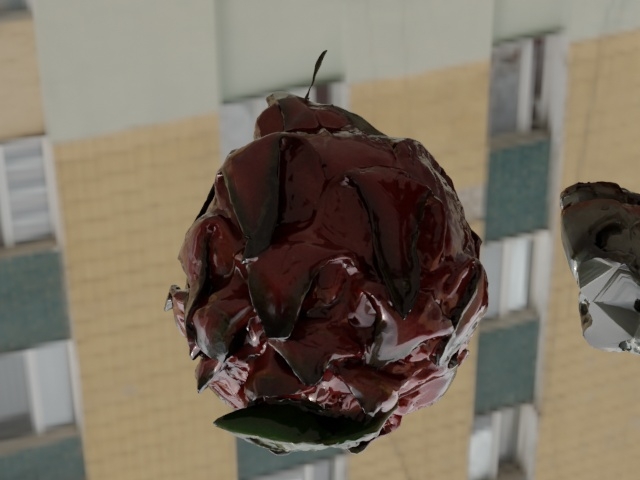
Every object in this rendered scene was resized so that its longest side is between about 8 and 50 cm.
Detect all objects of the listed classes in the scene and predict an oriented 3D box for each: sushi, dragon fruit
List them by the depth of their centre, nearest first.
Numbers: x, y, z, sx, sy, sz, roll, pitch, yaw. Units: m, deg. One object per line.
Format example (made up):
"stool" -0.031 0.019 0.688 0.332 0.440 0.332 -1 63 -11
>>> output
"dragon fruit" 0.000 0.000 1.082 0.234 0.234 0.293 -5 -110 -7
"sushi" 0.341 0.071 1.419 0.332 0.124 0.130 28 -138 3
